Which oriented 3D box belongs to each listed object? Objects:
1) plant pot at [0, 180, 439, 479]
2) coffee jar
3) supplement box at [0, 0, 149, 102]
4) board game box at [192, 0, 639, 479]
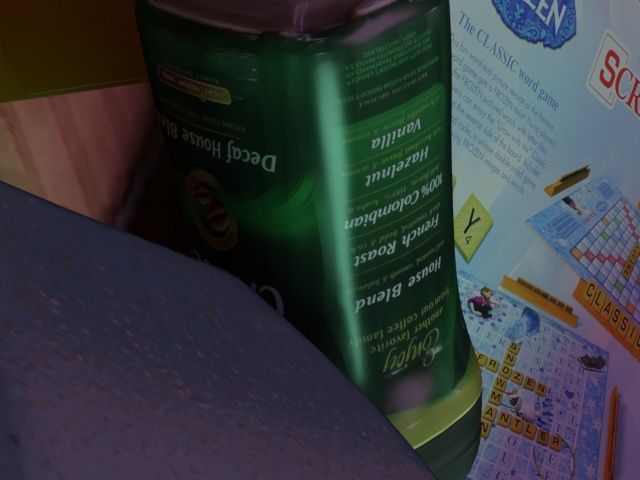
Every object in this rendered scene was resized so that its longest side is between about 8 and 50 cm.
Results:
[{"bbox_3d":[-0.086,0.129,0.445,0.247,0.248,0.252,25,42,-51],"label":"plant pot"},{"bbox_3d":[0.000,0.000,0.556,0.079,0.096,0.184,-29,124,-34],"label":"coffee jar"},{"bbox_3d":[-0.090,-0.184,0.619,0.191,0.129,0.194,65,33,-34],"label":"supplement box"},{"bbox_3d":[0.073,0.034,0.771,0.319,0.066,0.318,34,75,-48],"label":"board game box"}]
